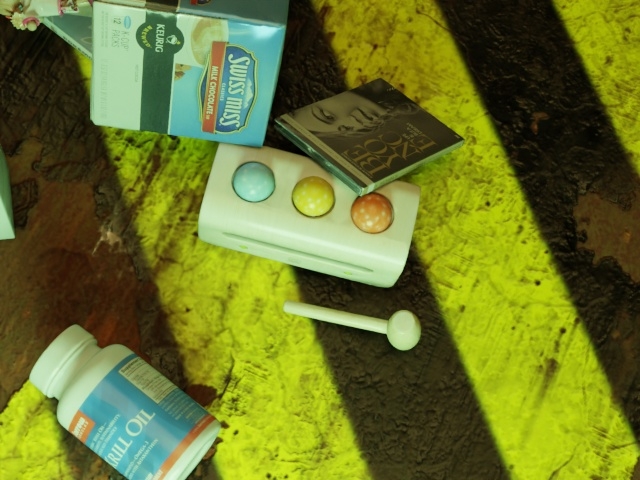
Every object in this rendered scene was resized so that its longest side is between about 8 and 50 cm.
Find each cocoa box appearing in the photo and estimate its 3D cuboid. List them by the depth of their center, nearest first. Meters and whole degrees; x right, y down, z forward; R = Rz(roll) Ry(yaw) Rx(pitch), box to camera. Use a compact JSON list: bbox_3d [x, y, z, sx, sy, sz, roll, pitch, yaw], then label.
[{"bbox_3d":[-0.155,-0.331,1.485,0.228,0.231,0.347,8,54,-6],"label":"cocoa box"}]

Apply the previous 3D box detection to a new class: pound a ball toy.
[{"bbox_3d":[0.000,0.000,1.501,0.319,0.135,0.208,15,69,-1],"label":"pound a ball toy"}]

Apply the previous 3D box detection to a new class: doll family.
[{"bbox_3d":[-0.400,-0.394,1.598,0.163,0.118,0.262,-9,76,-4],"label":"doll family"}]

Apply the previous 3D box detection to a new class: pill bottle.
[{"bbox_3d":[-0.242,0.206,1.404,0.221,0.124,0.124,36,70,7],"label":"pill bottle"}]

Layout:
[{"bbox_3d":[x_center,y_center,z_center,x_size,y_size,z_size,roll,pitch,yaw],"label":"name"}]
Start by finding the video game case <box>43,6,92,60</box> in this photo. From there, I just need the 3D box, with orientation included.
[{"bbox_3d":[-0.287,-0.348,1.646,0.183,0.023,0.201,38,71,7],"label":"video game case"}]

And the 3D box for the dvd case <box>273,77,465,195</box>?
[{"bbox_3d":[0.069,-0.146,1.553,0.164,0.018,0.221,40,44,24],"label":"dvd case"}]

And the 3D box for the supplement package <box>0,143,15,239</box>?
[{"bbox_3d":[-0.450,-0.073,1.445,0.105,0.179,0.105,-7,72,-10],"label":"supplement package"}]
